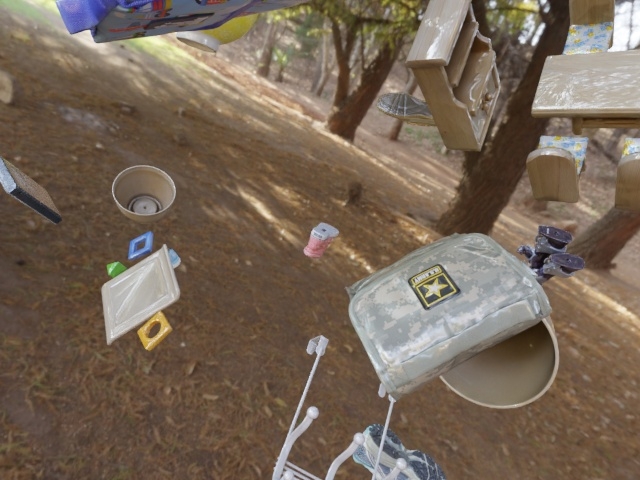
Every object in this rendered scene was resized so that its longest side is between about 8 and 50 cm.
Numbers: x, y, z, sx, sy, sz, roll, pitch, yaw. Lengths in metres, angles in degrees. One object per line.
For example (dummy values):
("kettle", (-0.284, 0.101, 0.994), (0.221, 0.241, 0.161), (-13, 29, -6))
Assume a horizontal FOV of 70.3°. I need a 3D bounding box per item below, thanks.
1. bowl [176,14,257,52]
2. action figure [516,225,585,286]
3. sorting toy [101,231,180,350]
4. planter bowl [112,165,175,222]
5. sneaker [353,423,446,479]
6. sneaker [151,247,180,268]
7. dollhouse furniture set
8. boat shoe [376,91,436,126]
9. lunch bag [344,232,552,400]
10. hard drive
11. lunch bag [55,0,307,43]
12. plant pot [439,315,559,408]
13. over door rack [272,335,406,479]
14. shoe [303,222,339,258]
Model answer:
("bowl", (-0.326, -0.620, 1.263), (0.289, 0.156, 0.289), (16, 10, -3))
("action figure", (0.547, 0.078, 1.156), (0.098, 0.285, 0.186), (6, 61, 3))
("sorting toy", (-0.403, 0.124, 1.027), (0.047, 0.195, 0.348), (54, 1, -46))
("planter bowl", (-0.496, -0.114, 1.282), (0.161, 0.109, 0.162), (10, 59, -16))
("sneaker", (0.208, 0.595, 1.167), (0.283, 0.122, 0.110), (39, 26, 6))
("sneaker", (-0.519, 0.076, 1.413), (0.063, 0.073, 0.162), (10, 38, 41))
("dollhouse furniture set", (0.234, -0.170, 0.451), (0.241, 0.212, 0.161), (11, -18, 35))
("boat shoe", (0.165, -0.224, 0.801), (0.135, 0.050, 0.045), (17, -12, 16))
("lunch bag", (0.171, 0.101, 0.682), (0.169, 0.235, 0.287), (62, 2, -3))
("hard drive", (-0.560, -0.095, 0.872), (0.094, 0.022, 0.135), (49, -10, 21))
("lunch bag", (-0.111, -0.273, 0.441), (0.293, 0.138, 0.221), (-32, 29, -18))
("plant pot", (0.400, 0.187, 1.017), (0.256, 0.257, 0.274), (31, 26, 22))
("over door rack", (0.057, 0.367, 0.914), (0.239, 0.108, 0.324), (36, 40, -15))
("shoe", (0.000, 0.000, 1.380), (0.063, 0.081, 0.178), (30, 16, 10))
